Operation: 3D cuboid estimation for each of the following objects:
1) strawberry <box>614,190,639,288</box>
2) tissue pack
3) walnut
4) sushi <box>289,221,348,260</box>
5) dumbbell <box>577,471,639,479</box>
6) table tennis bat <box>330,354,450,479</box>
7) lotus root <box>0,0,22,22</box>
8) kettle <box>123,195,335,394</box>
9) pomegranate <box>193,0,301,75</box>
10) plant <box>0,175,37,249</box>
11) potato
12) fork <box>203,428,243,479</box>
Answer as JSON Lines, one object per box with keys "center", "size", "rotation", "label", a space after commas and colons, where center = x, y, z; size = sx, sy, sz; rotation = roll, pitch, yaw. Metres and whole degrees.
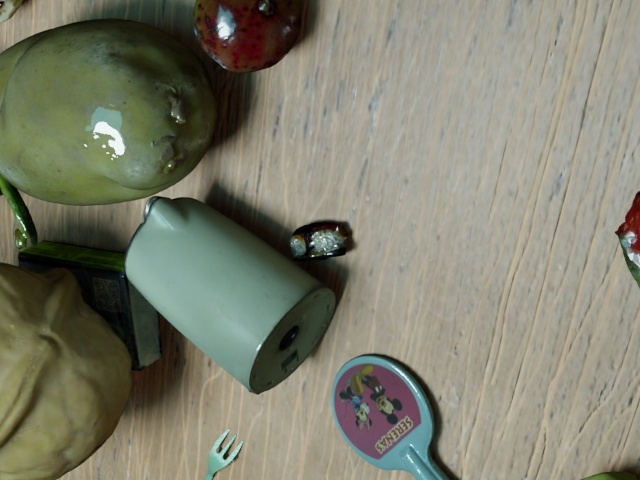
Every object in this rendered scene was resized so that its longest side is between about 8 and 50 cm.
{"center": [0.425, 0.015, 0.785], "size": [0.288, 0.250, 0.238], "rotation": [-27, 55, 16], "label": "strawberry"}
{"center": [-0.356, 0.098, 1.419], "size": [0.235, 0.073, 0.173], "rotation": [7, 112, 32], "label": "tissue pack"}
{"center": [-0.455, 0.187, 1.275], "size": [0.381, 0.381, 0.381], "rotation": [12, 112, 31], "label": "walnut"}
{"center": [0.000, 0.000, 1.175], "size": [0.083, 0.044, 0.046], "rotation": [-9, 79, 34], "label": "sushi"}
{"center": [0.252, 0.362, 1.079], "size": [0.302, 0.121, 0.108], "rotation": [-33, 59, 38], "label": "dumbbell"}
{"center": [0.106, 0.258, 1.191], "size": [0.244, 0.040, 0.153], "rotation": [52, 127, 14], "label": "table tennis bat"}
{"center": [-0.526, -0.467, 1.296], "size": [0.169, 0.151, 0.343], "rotation": [-21, 89, 22], "label": "lotus root"}
{"center": [-0.129, 0.079, 1.219], "size": [0.255, 0.165, 0.240], "rotation": [34, 150, 21], "label": "kettle"}
{"center": [-0.101, -0.255, 1.093], "size": [0.159, 0.129, 0.129], "rotation": [-30, 88, 38], "label": "pomegranate"}
{"center": [-0.469, -0.140, 1.324], "size": [0.333, 0.180, 0.251], "rotation": [8, 118, 44], "label": "plant"}
{"center": [-0.280, -0.166, 1.174], "size": [0.326, 0.243, 0.221], "rotation": [-3, 131, 27], "label": "potato"}
{"center": [-0.180, 0.382, 1.432], "size": [0.039, 0.021, 0.235], "rotation": [42, 124, 19], "label": "fork"}
